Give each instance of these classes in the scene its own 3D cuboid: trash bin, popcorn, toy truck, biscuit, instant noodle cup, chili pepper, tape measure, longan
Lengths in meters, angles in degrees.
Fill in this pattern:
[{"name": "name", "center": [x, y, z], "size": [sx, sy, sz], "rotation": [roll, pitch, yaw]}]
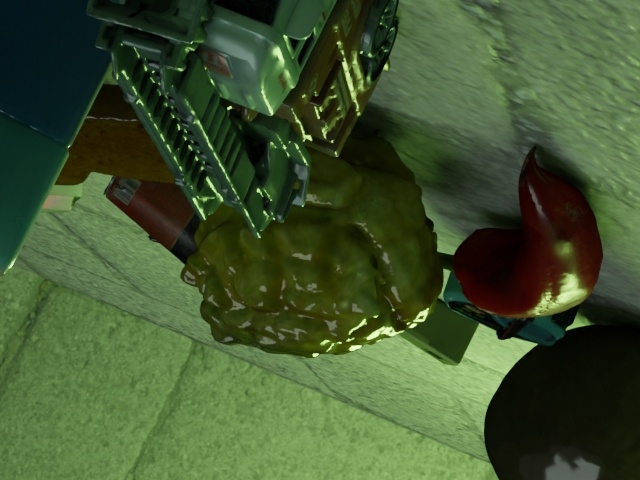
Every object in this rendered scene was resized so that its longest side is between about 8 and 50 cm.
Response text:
[{"name": "trash bin", "center": [0.132, 0.101, 2.253], "size": [0.092, 0.061, 0.043], "rotation": [31, 168, -18]}, {"name": "popcorn", "center": [-0.005, -0.007, 1.667], "size": [0.249, 0.225, 0.249], "rotation": [-5, 168, -1]}, {"name": "toy truck", "center": [-0.048, -0.126, 1.207], "size": [0.133, 0.184, 0.338], "rotation": [22, 169, 11]}, {"name": "biscuit", "center": [-0.259, -0.122, 1.809], "size": [0.432, 0.064, 0.283], "rotation": [5, 164, 13]}, {"name": "instant noodle cup", "center": [-0.155, -0.046, 2.046], "size": [0.135, 0.127, 0.127], "rotation": [33, 169, -2]}, {"name": "chili pepper", "center": [0.180, 0.003, 1.654], "size": [0.137, 0.092, 0.368], "rotation": [44, 161, -1]}, {"name": "tape measure", "center": [0.184, 0.055, 1.852], "size": [0.125, 0.081, 0.146], "rotation": [22, 169, -1]}, {"name": "longan", "center": [0.290, 0.190, 1.958], "size": [0.246, 0.215, 0.246], "rotation": [-15, -175, 1]}]

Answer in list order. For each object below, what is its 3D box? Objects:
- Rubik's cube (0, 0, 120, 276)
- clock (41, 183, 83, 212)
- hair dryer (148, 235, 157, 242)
[{"name": "Rubik's cube", "center": [-0.304, -0.156, 1.351], "size": [0.291, 0.290, 0.291], "rotation": [28, 169, -13]}, {"name": "clock", "center": [-0.425, -0.093, 2.324], "size": [0.186, 0.083, 0.253], "rotation": [13, -175, 21]}, {"name": "hair dryer", "center": [-0.097, 0.011, 2.163], "size": [0.219, 0.075, 0.195], "rotation": [8, 175, 10]}]
